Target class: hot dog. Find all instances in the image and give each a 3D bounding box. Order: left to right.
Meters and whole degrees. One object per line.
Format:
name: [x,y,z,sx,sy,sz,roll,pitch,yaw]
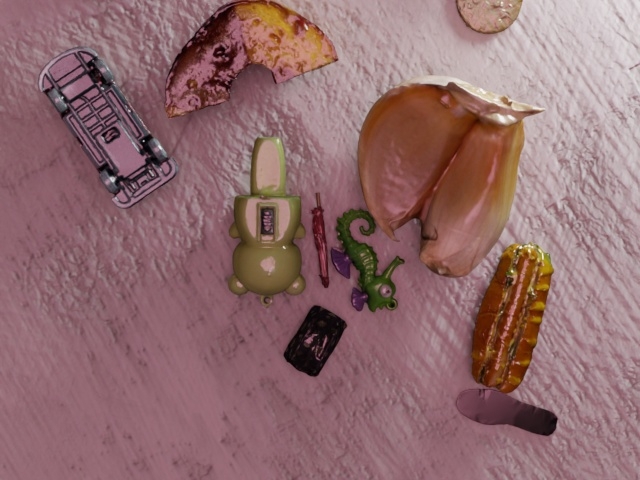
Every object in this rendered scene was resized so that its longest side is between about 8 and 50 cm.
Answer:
hot dog: [0.329,0.132,1.857,0.115,0.072,0.269,12,92,3]

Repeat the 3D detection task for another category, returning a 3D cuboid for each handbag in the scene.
handbag: [-0.012,0.172,1.794,0.072,0.139,0.115,32,90,3]

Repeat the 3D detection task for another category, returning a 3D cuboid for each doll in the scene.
doll: [0.081,0.037,1.842,0.115,0.050,0.190,-27,92,1]

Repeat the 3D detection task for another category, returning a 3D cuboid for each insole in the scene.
insole: [0.331,0.304,1.893,0.188,0.004,0.064,16,91,-5]

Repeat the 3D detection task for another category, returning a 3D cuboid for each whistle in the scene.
whistle: [-0.089,-0.029,1.796,0.131,0.106,0.288,0,93,-2]

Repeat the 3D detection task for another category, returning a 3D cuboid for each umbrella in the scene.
umbrella: [0.000,0.000,1.844,0.025,0.027,0.165,-6,90,-30]

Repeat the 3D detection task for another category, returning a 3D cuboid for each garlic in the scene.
garlic: [0.210,-0.115,1.769,0.286,0.249,0.313,11,112,-21]

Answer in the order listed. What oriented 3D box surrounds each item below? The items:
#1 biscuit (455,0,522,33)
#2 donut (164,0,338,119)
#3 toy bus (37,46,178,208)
biscuit: [0.293,-0.418,1.857,0.120,0.015,0.120,0,93,-4]
donut: [-0.137,-0.312,1.782,0.295,0.112,0.151,-21,91,-5]
toy bus: [-0.351,-0.187,1.762,0.121,0.120,0.265,-35,95,-3]
